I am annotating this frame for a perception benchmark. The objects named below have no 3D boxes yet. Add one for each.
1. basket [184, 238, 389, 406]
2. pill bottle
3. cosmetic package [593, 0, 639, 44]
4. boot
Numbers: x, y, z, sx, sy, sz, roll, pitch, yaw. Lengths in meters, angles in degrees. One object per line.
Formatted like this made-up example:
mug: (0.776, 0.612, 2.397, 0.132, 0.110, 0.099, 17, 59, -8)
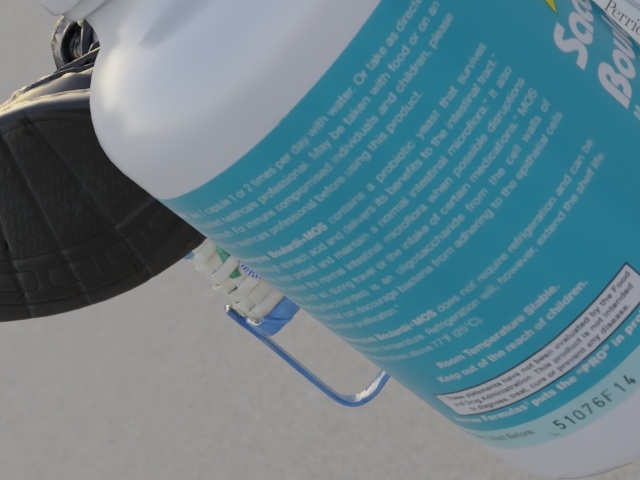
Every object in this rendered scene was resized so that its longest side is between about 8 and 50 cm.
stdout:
basket: (0.000, 0.000, 1.465, 0.254, 0.289, 0.201, -55, 20, 4)
pill bottle: (0.025, -0.043, 0.503, 0.146, 0.264, 0.146, -42, 23, 23)
cosmetic package: (0.321, -0.160, 1.407, 0.151, 0.151, 0.183, -37, -20, -44)
boot: (-0.142, -0.095, 1.025, 0.377, 0.138, 0.284, -29, 27, -8)
